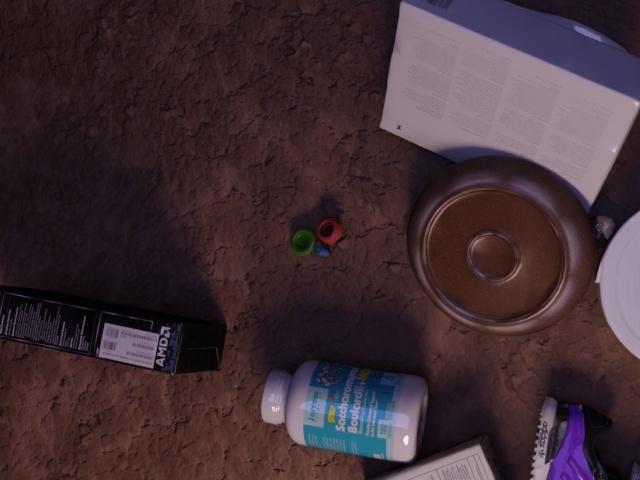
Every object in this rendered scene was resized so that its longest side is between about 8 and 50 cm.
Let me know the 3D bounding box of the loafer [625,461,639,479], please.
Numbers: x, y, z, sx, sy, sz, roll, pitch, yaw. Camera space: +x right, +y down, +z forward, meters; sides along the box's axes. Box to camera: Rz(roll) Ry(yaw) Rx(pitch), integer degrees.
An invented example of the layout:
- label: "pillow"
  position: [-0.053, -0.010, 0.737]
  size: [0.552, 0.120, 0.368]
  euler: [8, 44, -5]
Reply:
- label: "loafer"
  position: [0.502, 0.420, 1.555]
  size: [0.039, 0.045, 0.125]
  euler: [16, 89, 7]

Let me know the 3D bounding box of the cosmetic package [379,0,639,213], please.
- label: "cosmetic package"
  position: [0.290, -0.219, 1.510]
  size: [0.377, 0.284, 0.097]
  euler: [27, 56, 13]

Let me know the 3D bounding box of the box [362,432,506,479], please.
- label: "box"
  position: [0.189, 0.429, 1.587]
  size: [0.232, 0.127, 0.148]
  euler: [-24, 83, 12]

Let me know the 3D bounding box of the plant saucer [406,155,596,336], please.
- label: "plant saucer"
  position: [0.281, 0.019, 1.563]
  size: [0.311, 0.050, 0.310]
  euler: [7, 110, 21]

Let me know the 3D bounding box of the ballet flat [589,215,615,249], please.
- label: "ballet flat"
  position: [0.400, 0.006, 1.588]
  size: [0.173, 0.049, 0.057]
  euler: [-24, 70, 11]

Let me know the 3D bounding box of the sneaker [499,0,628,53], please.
- label: "sneaker"
  position: [0.343, -0.299, 1.593]
  size: [0.296, 0.104, 0.146]
  euler: [22, 95, 20]

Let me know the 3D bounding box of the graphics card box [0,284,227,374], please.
- label: "graphics card box"
  position: [-0.372, 0.153, 1.681]
  size: [0.371, 0.233, 0.094]
  euler: [8, 86, 13]

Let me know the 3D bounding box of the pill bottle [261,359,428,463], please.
- label: "pill bottle"
  position: [0.040, 0.280, 1.619]
  size: [0.264, 0.146, 0.146]
  euler: [7, 90, 14]

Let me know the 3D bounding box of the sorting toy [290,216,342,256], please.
- label: "sorting toy"
  position: [0.000, 0.000, 1.699]
  size: [0.102, 0.042, 0.061]
  euler: [-24, 67, 24]

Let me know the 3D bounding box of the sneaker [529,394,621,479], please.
- label: "sneaker"
  position: [0.405, 0.405, 1.547]
  size: [0.146, 0.102, 0.293]
  euler: [8, 90, 13]

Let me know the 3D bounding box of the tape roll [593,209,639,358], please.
- label: "tape roll"
  position: [0.579, 0.069, 1.518]
  size: [0.286, 0.100, 0.286]
  euler: [0, 88, 14]
